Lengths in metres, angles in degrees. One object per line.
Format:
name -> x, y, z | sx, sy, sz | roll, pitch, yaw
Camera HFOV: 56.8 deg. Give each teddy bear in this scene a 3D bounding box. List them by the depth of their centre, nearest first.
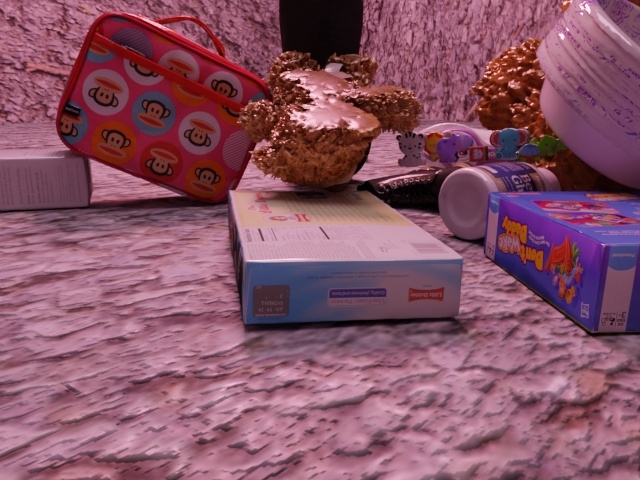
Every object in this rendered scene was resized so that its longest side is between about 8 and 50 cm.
teddy bear -> 0.005, -0.169, 0.809 | 0.245, 0.113, 0.338 | -9, 36, -14

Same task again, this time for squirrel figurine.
squirrel figurine -> 0.465, -0.256, 0.971 | 0.397, 0.370, 0.281 | -10, 4, -6

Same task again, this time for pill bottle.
pill bottle -> 0.249, -0.058, 0.802 | 0.169, 0.094, 0.094 | -11, 20, -37

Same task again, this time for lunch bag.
lunch bag -> -0.231, -0.218, 0.924 | 0.293, 0.258, 0.120 | 22, 8, -22

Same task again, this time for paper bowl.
paper bowl -> 0.401, -0.177, 0.753 | 0.284, 0.148, 0.284 | 19, 41, -17

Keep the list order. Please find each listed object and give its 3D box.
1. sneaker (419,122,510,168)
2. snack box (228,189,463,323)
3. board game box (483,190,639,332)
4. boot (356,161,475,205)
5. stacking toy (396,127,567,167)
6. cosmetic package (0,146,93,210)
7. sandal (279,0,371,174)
sneaker -> 0.350, -0.183, 1.291 | 0.305, 0.114, 0.152 | 6, 2, 3
snack box -> 0.000, 0.000, 0.636 | 0.187, 0.060, 0.322 | 0, 15, -11
board game box -> 0.378, 0.008, 0.603 | 0.347, 0.078, 0.233 | -1, 15, -7
boot -> 0.153, -0.076, 0.929 | 0.137, 0.076, 0.198 | -9, 6, -16
stacking toy -> 0.232, -0.138, 0.846 | 0.221, 0.052, 0.167 | 1, 11, 27
cosmetic package -> -0.477, -0.094, 0.906 | 0.231, 0.085, 0.117 | -5, 17, -16
sandal -> 0.003, -0.242, 1.018 | 0.168, 0.445, 0.107 | -7, 54, 3
